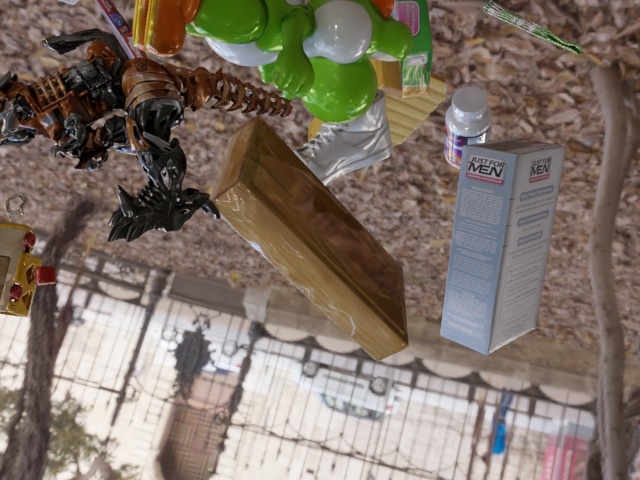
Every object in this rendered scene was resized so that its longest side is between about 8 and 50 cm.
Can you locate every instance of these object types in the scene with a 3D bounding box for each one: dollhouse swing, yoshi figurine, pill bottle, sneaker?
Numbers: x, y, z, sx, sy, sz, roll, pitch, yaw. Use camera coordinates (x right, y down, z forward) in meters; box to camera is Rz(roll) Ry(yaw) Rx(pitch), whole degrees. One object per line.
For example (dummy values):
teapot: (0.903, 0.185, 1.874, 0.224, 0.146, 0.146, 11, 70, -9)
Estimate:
dollhouse swing: (0.182, -0.321, 1.848, 0.304, 0.315, 0.347, 25, 131, -24)
yoshi figurine: (-0.052, -0.239, 0.860, 0.362, 0.204, 0.203, 1, 156, -25)
pill bottle: (0.346, -0.264, 1.551, 0.108, 0.108, 0.193, 12, 151, 16)
sneaker: (0.006, -0.205, 1.304, 0.108, 0.292, 0.169, 46, 156, 44)

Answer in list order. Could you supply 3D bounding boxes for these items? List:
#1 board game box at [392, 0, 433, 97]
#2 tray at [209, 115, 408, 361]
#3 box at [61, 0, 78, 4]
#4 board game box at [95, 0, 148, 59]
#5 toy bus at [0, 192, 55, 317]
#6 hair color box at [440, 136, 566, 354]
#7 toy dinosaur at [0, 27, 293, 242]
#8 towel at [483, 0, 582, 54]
board game box: (0.201, -0.519, 1.500, 0.064, 0.317, 0.242, -6, 169, 6)
tray: (0.000, 0.000, 1.098, 0.076, 0.203, 0.411, -30, 121, 25)
box: (-0.487, -0.555, 1.219, 0.180, 0.119, 0.182, -24, 168, 29)
board game box: (-0.401, -0.418, 1.354, 0.281, 0.027, 0.145, 52, 169, 40)
toy bus: (-0.584, 0.048, 1.250, 0.191, 0.202, 0.104, 52, 173, 14)
hair color box: (0.342, 0.005, 1.249, 0.185, 0.375, 0.113, -14, -155, -43)
toy dinosaur: (-0.195, -0.120, 0.715, 0.321, 0.219, 0.164, -6, -170, 6)
towel: (0.365, -0.366, 1.134, 0.113, 0.023, 0.152, 2, -148, -40)
